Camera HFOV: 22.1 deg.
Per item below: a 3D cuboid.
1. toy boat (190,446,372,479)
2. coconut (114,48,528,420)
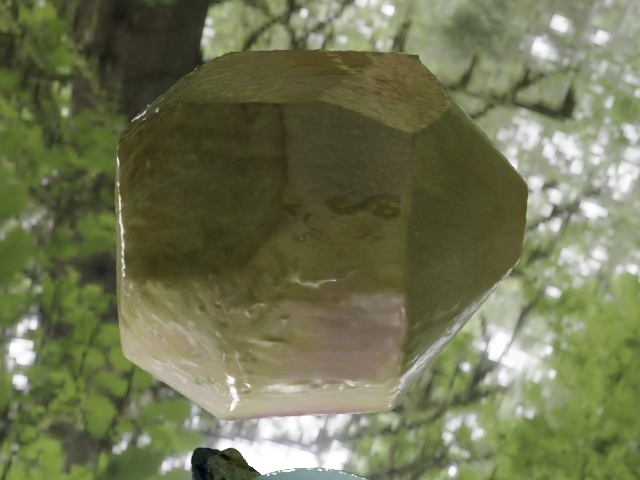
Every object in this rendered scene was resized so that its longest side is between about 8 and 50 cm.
[{"bbox_3d":[0.025,0.240,1.191,0.291,0.210,0.070,3,-138,44],"label":"toy boat"},{"bbox_3d":[0.000,0.000,0.900,0.236,0.197,0.237,-1,-164,0],"label":"coconut"}]
